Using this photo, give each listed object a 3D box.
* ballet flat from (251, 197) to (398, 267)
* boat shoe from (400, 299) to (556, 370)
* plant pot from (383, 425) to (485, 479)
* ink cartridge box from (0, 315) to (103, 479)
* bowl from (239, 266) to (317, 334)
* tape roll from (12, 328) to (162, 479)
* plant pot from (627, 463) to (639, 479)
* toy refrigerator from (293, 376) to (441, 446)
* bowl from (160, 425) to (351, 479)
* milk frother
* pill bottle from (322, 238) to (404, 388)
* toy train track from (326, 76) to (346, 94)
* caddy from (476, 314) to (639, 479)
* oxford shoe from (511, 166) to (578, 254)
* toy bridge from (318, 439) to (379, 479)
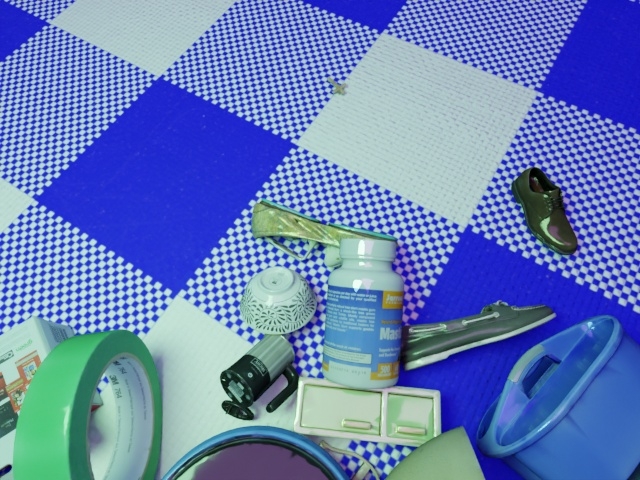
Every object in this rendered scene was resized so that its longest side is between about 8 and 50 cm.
[{"bbox_3d":[0.000,0.000,0.938,0.349,0.123,0.123,17,68,9],"label":"ballet flat"},{"bbox_3d":[0.312,0.173,0.835,0.335,0.112,0.095,-18,71,-2],"label":"boat shoe"},{"bbox_3d":[0.176,0.453,0.605,0.191,0.284,0.284,-19,66,8],"label":"plant pot"},{"bbox_3d":[-0.622,0.354,0.790,0.309,0.130,0.272,-32,70,-11],"label":"ink cartridge box"},{"bbox_3d":[-0.092,0.109,0.865,0.170,0.080,0.170,0,41,0],"label":"bowl"},{"bbox_3d":[-0.368,0.318,0.688,0.077,0.321,0.321,-7,66,-2],"label":"tape roll"},{"bbox_3d":[0.515,0.515,0.607,0.252,0.247,0.248,-43,70,2],"label":"plant pot"},{"bbox_3d":[0.089,0.332,0.784,0.270,0.094,0.102,5,66,4],"label":"toy refrigerator"},{"bbox_3d":[-0.105,0.492,0.611,0.391,0.077,0.391,2,59,-4],"label":"bowl"},{"bbox_3d":[-0.131,0.282,0.823,0.135,0.143,0.129,-34,94,-49],"label":"milk frother"},{"bbox_3d":[0.087,0.136,0.799,0.152,0.152,0.272,4,87,5],"label":"pill bottle"},{"bbox_3d":[0.046,-0.450,1.181,0.048,0.014,0.083,-35,63,-4],"label":"toy train track"},{"bbox_3d":[0.425,0.276,0.714,0.341,0.241,0.179,-41,75,-15],"label":"caddy"},{"bbox_3d":[0.529,-0.072,0.943,0.083,0.096,0.227,-19,68,-8],"label":"oxford shoe"},{"bbox_3d":[0.073,0.450,0.769,0.188,0.026,0.063,37,72,17],"label":"toy bridge"}]
